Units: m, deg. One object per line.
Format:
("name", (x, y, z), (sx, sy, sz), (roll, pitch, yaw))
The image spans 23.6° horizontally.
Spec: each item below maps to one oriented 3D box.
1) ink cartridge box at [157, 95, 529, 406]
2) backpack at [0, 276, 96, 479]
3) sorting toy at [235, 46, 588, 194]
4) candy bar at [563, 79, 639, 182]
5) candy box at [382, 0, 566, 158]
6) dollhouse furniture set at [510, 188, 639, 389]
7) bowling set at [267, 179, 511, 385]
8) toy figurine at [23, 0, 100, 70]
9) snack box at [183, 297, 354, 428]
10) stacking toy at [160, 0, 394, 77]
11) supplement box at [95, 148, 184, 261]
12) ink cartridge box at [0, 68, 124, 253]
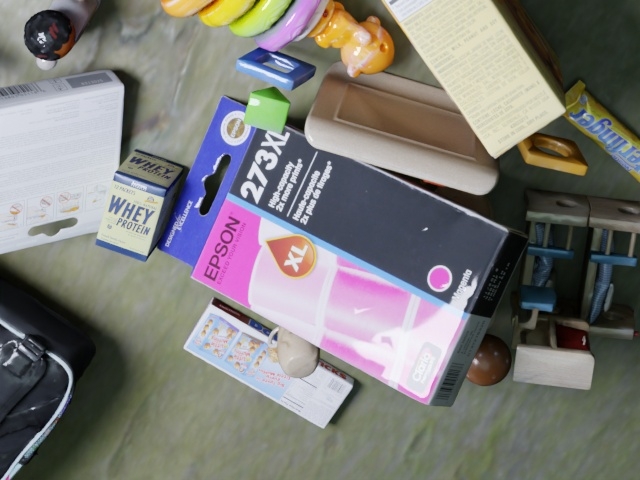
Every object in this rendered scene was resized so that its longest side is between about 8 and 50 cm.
("ink cartridge box", (0.000, 0.000, 1.461), (0.371, 0.069, 0.175), (27, 96, 30))
("backpack", (-0.386, 0.152, 1.610), (0.225, 0.191, 0.253), (34, 102, -7))
("sorting toy", (0.081, -0.099, 1.455), (0.348, 0.196, 0.047), (16, 116, 0))
("candy bar", (0.301, -0.095, 1.527), (0.161, 0.018, 0.040), (40, 111, -9))
("candy box", (0.103, -0.246, 1.400), (0.088, 0.183, 0.316), (-33, 104, 17))
("dollhouse furniture set", (0.258, 0.047, 1.498), (0.129, 0.183, 0.129), (6, 112, 4))
("bowling set", (0.098, 0.061, 1.566), (0.287, 0.154, 0.200), (-35, 123, 16))
("toy figurine", (-0.328, -0.251, 1.467), (0.213, 0.148, 0.209), (-11, 110, 10))
("snack box", (-0.056, 0.133, 1.656), (0.178, 0.022, 0.064), (31, 113, -6))
("stacking toy", (-0.052, -0.246, 1.451), (0.302, 0.166, 0.175), (30, 70, -23))
("supplement box", (-0.184, -0.037, 1.570), (0.056, 0.083, 0.083), (19, 112, 1))
("ink cartridge box", (-0.274, -0.080, 1.553), (0.145, 0.045, 0.179), (-15, 135, -30))
